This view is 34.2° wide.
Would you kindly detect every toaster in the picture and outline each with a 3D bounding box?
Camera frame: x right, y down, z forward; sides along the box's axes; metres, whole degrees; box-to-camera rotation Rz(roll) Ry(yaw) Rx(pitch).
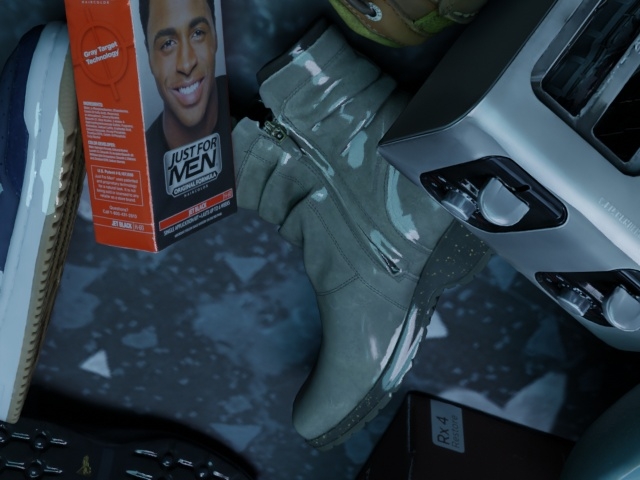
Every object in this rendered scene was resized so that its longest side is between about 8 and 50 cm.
[{"bbox_3d":[0.149,-0.058,0.477,0.168,0.110,0.186,39,83,-13],"label":"toaster"}]

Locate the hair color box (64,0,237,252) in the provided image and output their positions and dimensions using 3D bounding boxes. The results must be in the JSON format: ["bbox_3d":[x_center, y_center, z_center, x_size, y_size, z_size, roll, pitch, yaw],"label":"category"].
[{"bbox_3d":[-0.083,-0.073,0.520,0.043,0.072,0.141,8,113,30],"label":"hair color box"}]

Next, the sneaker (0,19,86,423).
[{"bbox_3d":[-0.220,-0.012,0.585,0.153,0.099,0.282,17,128,-9],"label":"sneaker"}]

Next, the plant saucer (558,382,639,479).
[{"bbox_3d":[0.261,0.082,0.563,0.317,0.044,0.317,-18,152,-10],"label":"plant saucer"}]

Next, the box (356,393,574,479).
[{"bbox_3d":[0.094,0.248,0.700,0.167,0.168,0.203,20,125,-9],"label":"box"}]

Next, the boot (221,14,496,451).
[{"bbox_3d":[0.000,0.000,0.601,0.161,0.083,0.246,29,122,-3],"label":"boot"}]

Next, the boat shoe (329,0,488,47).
[{"bbox_3d":[-0.039,-0.198,0.429,0.307,0.111,0.104,43,132,-14],"label":"boat shoe"}]

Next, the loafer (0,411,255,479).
[{"bbox_3d":[-0.149,0.165,0.729,0.223,0.076,0.078,17,161,-15],"label":"loafer"}]
